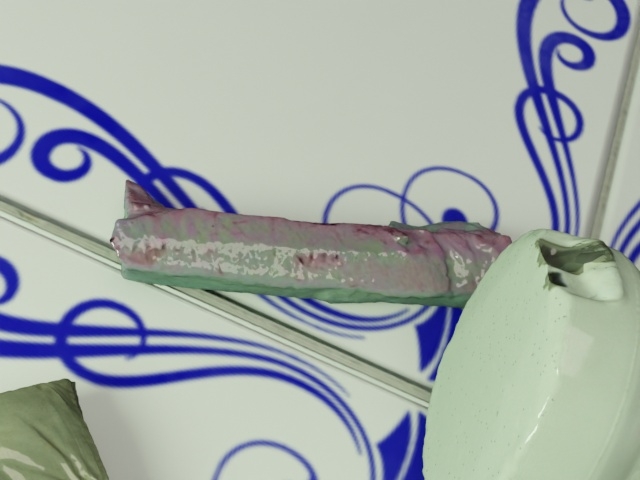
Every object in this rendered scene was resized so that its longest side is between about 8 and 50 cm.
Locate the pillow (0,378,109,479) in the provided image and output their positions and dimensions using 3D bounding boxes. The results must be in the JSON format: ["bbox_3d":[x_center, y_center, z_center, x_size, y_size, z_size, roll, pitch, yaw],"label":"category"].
[{"bbox_3d":[-0.162,0.188,0.629,0.148,0.050,0.230,-19,68,-23],"label":"pillow"}]

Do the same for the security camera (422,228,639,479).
[{"bbox_3d":[0.202,0.115,0.721,0.236,0.194,0.195,22,53,-9],"label":"security camera"}]

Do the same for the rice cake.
[{"bbox_3d":[0.002,0.002,0.806,0.290,0.051,0.081,6,56,-15],"label":"rice cake"}]
